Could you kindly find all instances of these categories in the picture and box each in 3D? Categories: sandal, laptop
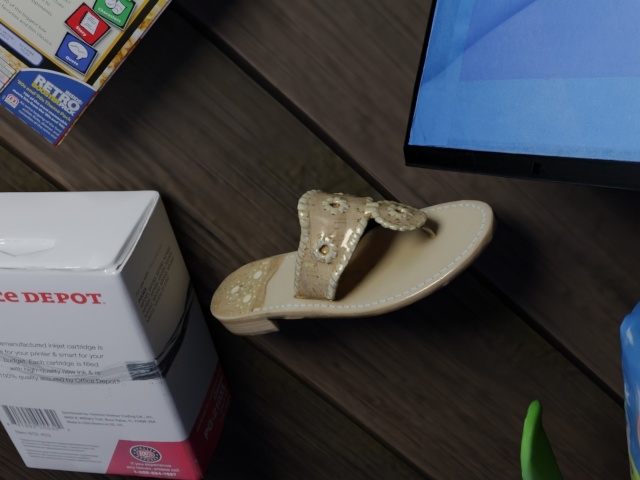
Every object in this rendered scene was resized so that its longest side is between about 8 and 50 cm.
[{"bbox_3d":[-0.001,0.005,0.683,0.240,0.088,0.079,-19,128,35],"label":"sandal"},{"bbox_3d":[0.069,-0.166,0.412,0.264,0.136,0.234,51,163,-25],"label":"laptop"}]

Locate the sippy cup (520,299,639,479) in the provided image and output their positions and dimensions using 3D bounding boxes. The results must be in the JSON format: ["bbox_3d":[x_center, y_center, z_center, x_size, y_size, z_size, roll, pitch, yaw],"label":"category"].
[{"bbox_3d":[0.299,0.132,0.628,0.305,0.240,0.224,-23,113,-5],"label":"sippy cup"}]

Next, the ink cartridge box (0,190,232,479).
[{"bbox_3d":[-0.189,0.079,0.791,0.171,0.100,0.237,0,130,16],"label":"ink cartridge box"}]

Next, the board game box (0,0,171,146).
[{"bbox_3d":[-0.175,-0.168,0.616,0.146,0.045,0.193,39,129,-16],"label":"board game box"}]
